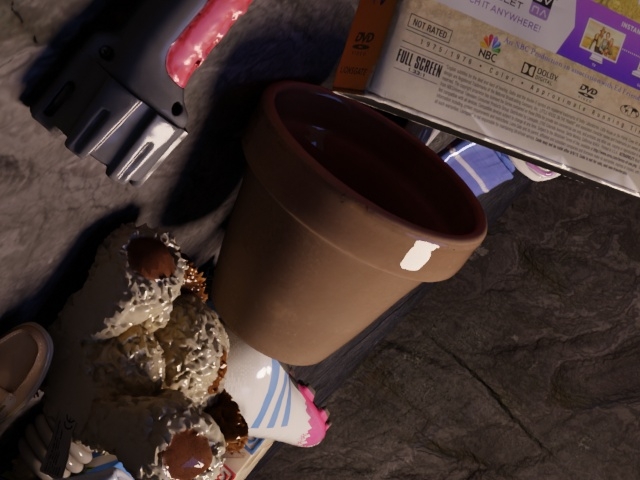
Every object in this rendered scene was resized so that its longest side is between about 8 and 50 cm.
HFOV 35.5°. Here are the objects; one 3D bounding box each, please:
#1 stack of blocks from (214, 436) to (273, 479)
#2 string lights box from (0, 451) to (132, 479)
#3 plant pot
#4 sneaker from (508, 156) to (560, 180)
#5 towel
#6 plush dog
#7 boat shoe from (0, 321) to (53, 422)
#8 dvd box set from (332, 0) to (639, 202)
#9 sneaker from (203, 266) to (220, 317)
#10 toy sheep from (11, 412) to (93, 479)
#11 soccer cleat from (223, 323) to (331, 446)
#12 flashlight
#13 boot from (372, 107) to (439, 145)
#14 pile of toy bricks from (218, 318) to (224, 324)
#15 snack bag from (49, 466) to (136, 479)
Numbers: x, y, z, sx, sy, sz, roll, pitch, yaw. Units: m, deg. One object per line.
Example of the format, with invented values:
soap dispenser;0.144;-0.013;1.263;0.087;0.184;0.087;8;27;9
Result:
stack of blocks;-0.210;0.347;1.579;0.297;0.171;0.087;-53;166;15
string lights box;-0.286;0.289;1.219;0.260;0.133;0.076;-35;123;-45
plant pot;0.000;0.000;1.031;0.229;0.263;0.263;-55;166;24
sneaker;0.240;-0.219;1.185;0.114;0.305;0.152;-12;176;3
towel;0.096;-0.010;1.242;0.336;0.040;0.243;-41;164;9
plush dog;-0.176;0.126;1.028;0.211;0.262;0.225;-18;171;28
boat shoe;-0.311;0.144;0.900;0.170;0.063;0.059;-48;173;4
dvd box set;0.206;-0.256;0.697;0.308;0.062;0.420;14;96;-29
sneaker;-0.143;0.062;1.246;0.073;0.063;0.162;-64;172;14
toy sheep;-0.298;0.230;1.150;0.132;0.091;0.091;-41;166;-7
soccer cleat;-0.087;0.201;1.270;0.143;0.116;0.331;-37;148;-9
flashlight;-0.061;-0.172;0.703;0.304;0.103;0.103;-51;162;6
boot;0.084;-0.125;1.383;0.123;0.095;0.258;-5;132;-57
pile of toy bricks;-0.198;0.161;1.284;0.105;0.118;0.212;-12;-164;25
snack bag;-0.266;0.311;0.973;0.323;0.037;0.342;-12;146;9
